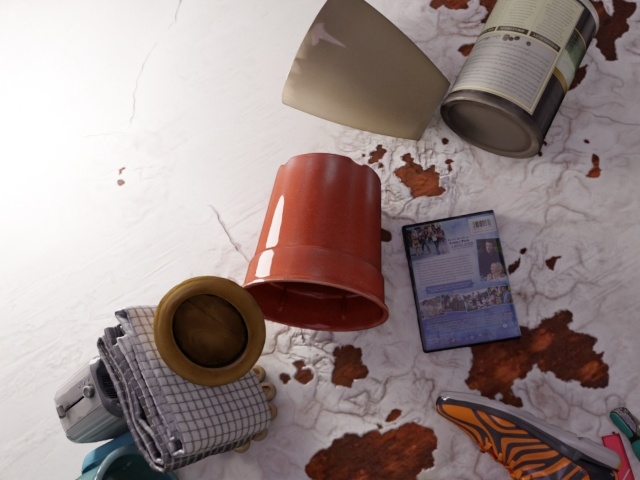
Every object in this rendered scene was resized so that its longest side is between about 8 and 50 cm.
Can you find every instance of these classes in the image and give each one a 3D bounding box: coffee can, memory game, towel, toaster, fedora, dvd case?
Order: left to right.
[{"bbox_3d":[-0.373,0.288,1.318,0.146,0.227,0.129,-34,70,20],"label":"toaster"},{"bbox_3d":[-0.244,0.249,1.268,0.121,0.235,0.283,-44,66,28],"label":"towel"},{"bbox_3d":[-0.190,0.149,1.220,0.195,0.079,0.194,-1,94,-14],"label":"fedora"},{"bbox_3d":[-0.172,0.313,1.367,0.186,0.012,0.186,-3,73,10],"label":"memory game"},{"bbox_3d":[0.262,0.076,1.357,0.181,0.022,0.252,-10,72,8],"label":"dvd case"},{"bbox_3d":[0.378,-0.324,1.362,0.202,0.201,0.275,25,79,16],"label":"coffee can"}]

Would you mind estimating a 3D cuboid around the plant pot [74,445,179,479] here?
[{"bbox_3d":[-0.414,0.564,1.185,0.334,0.341,0.341,-24,71,10],"label":"plant pot"}]

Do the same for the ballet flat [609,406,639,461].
[{"bbox_3d":[0.543,0.334,1.222,0.041,0.041,0.114,-31,72,0],"label":"ballet flat"}]

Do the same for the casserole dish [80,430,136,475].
[{"bbox_3d":[-0.353,0.394,1.328,0.189,0.114,0.037,-27,51,2],"label":"casserole dish"}]

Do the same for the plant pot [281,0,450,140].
[{"bbox_3d":[0.104,-0.316,1.405,0.274,0.256,0.256,30,80,3],"label":"plant pot"}]

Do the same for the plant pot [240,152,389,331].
[{"bbox_3d":[0.000,0.000,1.314,0.273,0.272,0.264,2,66,11],"label":"plant pot"}]

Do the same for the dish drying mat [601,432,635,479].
[{"bbox_3d":[0.511,0.375,1.229,0.032,0.008,0.083,-15,72,6],"label":"dish drying mat"}]

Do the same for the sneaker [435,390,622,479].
[{"bbox_3d":[0.326,0.381,1.199,0.321,0.124,0.180,21,77,15],"label":"sneaker"}]
